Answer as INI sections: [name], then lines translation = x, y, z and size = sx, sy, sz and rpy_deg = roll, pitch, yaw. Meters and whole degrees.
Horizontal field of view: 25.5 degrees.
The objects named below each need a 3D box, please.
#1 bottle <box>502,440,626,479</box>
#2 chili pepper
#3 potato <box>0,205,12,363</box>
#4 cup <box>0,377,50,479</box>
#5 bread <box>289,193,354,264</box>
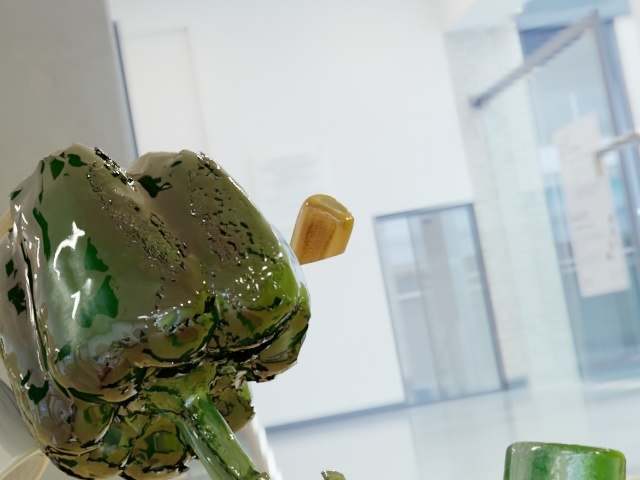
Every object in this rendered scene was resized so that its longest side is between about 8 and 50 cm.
[bottle]
translation = 0.161, 0.307, 0.978
size = 0.093, 0.330, 0.093
rpy_deg = 5, -10, 1
[chili pepper]
translation = -0.086, 0.063, 0.801
size = 0.174, 0.261, 0.165
rpy_deg = -47, -38, 18
[potato]
translation = -0.307, 0.048, 2.008
size = 0.385, 0.319, 0.442
rpy_deg = -48, -10, -2
[cup]
translation = -0.562, 0.230, 1.914
size = 0.253, 0.371, 0.253
rpy_deg = -47, -10, -11
[bread]
translation = 0.000, 0.001, 1.512
size = 0.062, 0.103, 0.049
rpy_deg = 27, 33, 17
